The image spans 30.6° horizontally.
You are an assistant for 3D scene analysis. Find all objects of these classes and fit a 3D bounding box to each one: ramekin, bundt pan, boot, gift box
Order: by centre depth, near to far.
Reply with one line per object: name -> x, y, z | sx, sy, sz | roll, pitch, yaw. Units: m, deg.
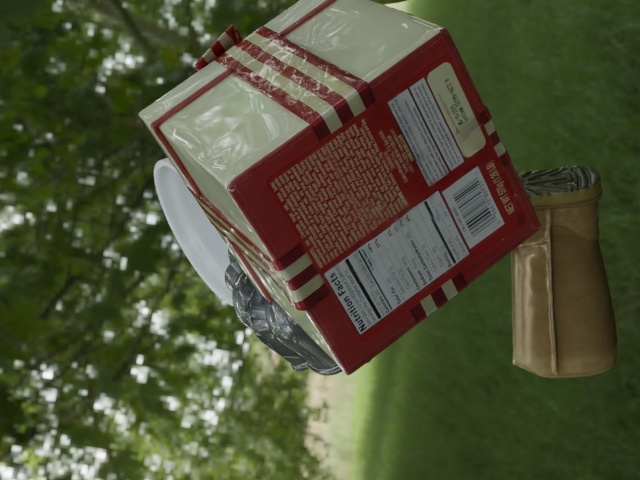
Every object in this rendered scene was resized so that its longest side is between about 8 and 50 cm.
gift box -> 0.028, -0.072, 1.057 | 0.258, 0.276, 0.255 | 38, 158, 57
boot -> 0.246, 0.049, 1.454 | 0.089, 0.236, 0.269 | -71, -25, -58
bundt pan -> 0.000, 0.000, 1.513 | 0.331, 0.124, 0.330 | -26, 49, 35
ramekin -> -0.151, -0.040, 1.961 | 0.277, 0.135, 0.277 | 48, 156, 29

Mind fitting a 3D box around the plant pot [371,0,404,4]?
plant pot -> 0.068, -0.577, 1.914 | 0.274, 0.275, 0.293 | -79, -8, -54
